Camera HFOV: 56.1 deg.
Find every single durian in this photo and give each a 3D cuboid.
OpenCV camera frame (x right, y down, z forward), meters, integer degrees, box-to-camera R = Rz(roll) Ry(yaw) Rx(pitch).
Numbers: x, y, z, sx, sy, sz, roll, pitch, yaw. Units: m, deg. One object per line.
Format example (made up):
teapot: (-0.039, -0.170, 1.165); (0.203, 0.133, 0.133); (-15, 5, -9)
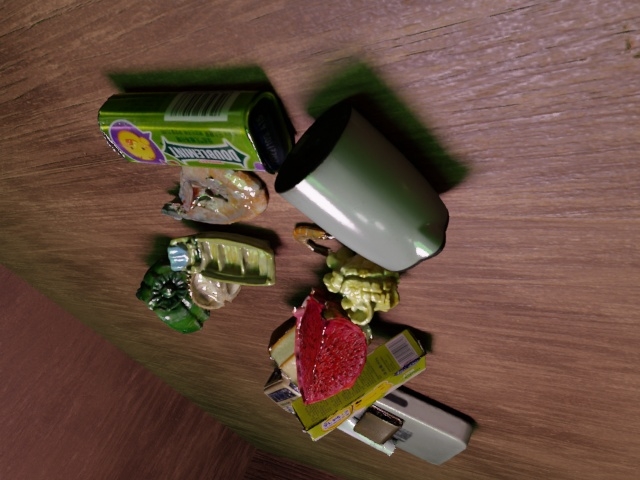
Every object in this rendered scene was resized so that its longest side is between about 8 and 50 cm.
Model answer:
durian: (-0.274, 0.081, 1.485); (0.091, 0.148, 0.188); (38, 142, 46)

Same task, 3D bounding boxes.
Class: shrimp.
shrimp: (-0.240, -0.095, 1.217); (0.316, 0.062, 0.164); (-5, 134, 39)
shrimp: (0.000, 0.000, 1.199); (0.127, 0.025, 0.091); (-3, 140, 51)

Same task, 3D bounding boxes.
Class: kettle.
kettle: (0.064, -0.072, 0.912); (0.236, 0.161, 0.221); (37, 178, -22)

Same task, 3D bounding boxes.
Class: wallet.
wallet: (0.165, 0.545, 1.763); (0.110, 0.031, 0.198); (26, 146, 5)

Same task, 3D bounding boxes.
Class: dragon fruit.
dragon fruit: (0.018, 0.201, 1.281); (0.126, 0.161, 0.274); (-4, 125, -23)

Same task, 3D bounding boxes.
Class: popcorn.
popcorn: (0.088, 0.082, 1.173); (0.135, 0.162, 0.141); (-41, 140, 25)

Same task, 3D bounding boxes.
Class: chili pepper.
chili pepper: (-0.389, 0.150, 1.657); (0.213, 0.167, 0.385); (43, 164, 3)

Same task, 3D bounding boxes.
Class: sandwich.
sandwich: (0.005, 0.226, 1.454); (0.155, 0.227, 0.198); (52, -176, -4)

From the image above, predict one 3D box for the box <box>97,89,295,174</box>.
box: (-0.213, -0.181, 1.004); (0.345, 0.097, 0.134); (8, 146, 32)

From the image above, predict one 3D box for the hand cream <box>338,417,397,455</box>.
hand cream: (0.138, 0.601, 1.877); (0.205, 0.050, 0.078); (26, 124, 7)

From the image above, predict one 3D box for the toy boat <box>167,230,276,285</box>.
toy boat: (-0.210, 0.038, 1.351); (0.276, 0.084, 0.111); (5, 109, 26)

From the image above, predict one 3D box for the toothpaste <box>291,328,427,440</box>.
toothpaste: (0.094, 0.331, 1.377); (0.077, 0.327, 0.110); (55, 172, 29)

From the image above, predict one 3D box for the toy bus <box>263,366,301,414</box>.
toy bus: (-0.075, 0.455, 1.913); (0.157, 0.139, 0.289); (35, 155, -5)

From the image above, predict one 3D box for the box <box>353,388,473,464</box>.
box: (0.247, 0.550, 1.841); (0.367, 0.090, 0.373); (25, 153, 8)
